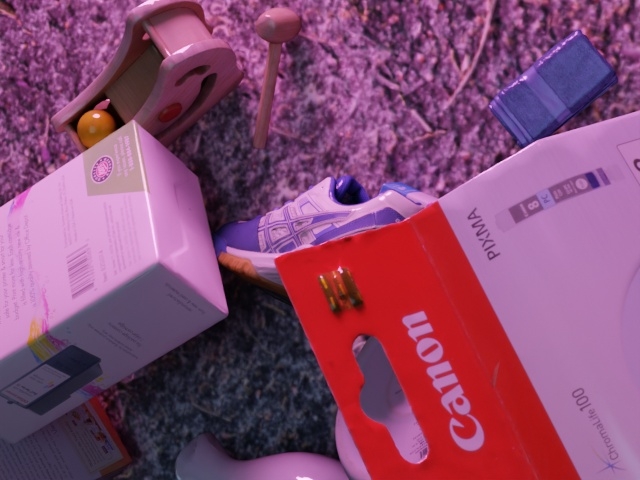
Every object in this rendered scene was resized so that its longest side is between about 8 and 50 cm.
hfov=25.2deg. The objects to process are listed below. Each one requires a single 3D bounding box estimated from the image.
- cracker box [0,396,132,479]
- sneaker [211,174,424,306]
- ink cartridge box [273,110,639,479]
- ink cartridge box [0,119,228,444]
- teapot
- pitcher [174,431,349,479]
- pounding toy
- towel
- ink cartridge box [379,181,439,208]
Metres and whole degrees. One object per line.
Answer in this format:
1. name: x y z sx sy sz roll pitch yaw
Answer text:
1. cracker box: -0.338 0.221 1.523 0.067 0.232 0.155 -43 73 44
2. sneaker: 0.000 0.000 1.423 0.296 0.112 0.131 11 75 52
3. ink cartridge box: 0.196 0.071 1.189 0.385 0.091 0.308 -16 66 -20
4. ink cartridge box: -0.281 0.062 1.465 0.353 0.119 0.207 -31 47 17
5. teapot: 0.155 0.167 1.335 0.256 0.187 0.252 3 64 58
6. pitcher: -0.040 0.298 1.474 0.207 0.125 0.177 7 114 32
7. pounding toy: -0.143 -0.149 1.482 0.269 0.154 0.155 -39 76 18
8. towel: 0.227 -0.146 1.397 0.119 0.029 0.067 -40 76 19
9. ink cartridge box: 0.108 0.005 1.434 0.122 0.052 0.088 25 101 19
